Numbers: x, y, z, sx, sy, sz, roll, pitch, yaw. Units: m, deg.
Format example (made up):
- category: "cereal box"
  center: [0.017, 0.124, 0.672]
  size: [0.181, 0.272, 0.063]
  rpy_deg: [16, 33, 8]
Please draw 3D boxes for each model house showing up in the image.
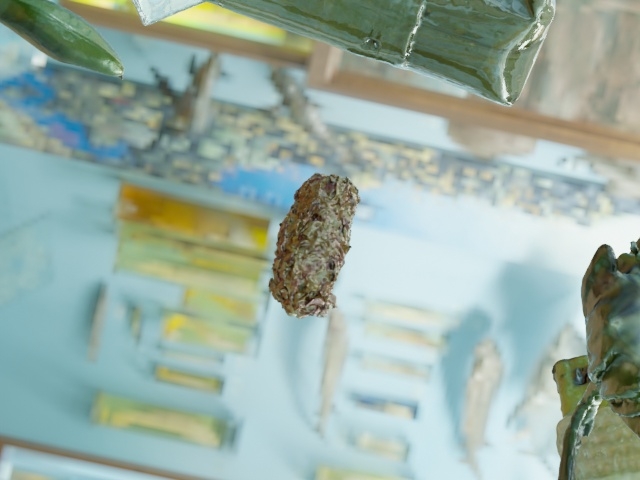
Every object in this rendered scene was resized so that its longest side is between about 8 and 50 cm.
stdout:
- category: "model house"
  center: [0.419, 0.273, 2.333]
  size: [0.234, 0.193, 0.175]
  rpy_deg: [-86, 162, -51]

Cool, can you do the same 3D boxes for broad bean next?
- category: "broad bean"
  center: [-0.361, -0.278, 2.014]
  size: [0.075, 0.325, 0.067]
  rpy_deg: [-44, -161, 43]

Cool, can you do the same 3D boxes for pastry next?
- category: "pastry"
  center: [-0.002, -0.001, 1.846]
  size: [0.063, 0.087, 0.169]
  rpy_deg: [132, -26, -59]

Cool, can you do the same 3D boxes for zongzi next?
- category: "zongzi"
  center: [-0.019, -0.322, 1.419]
  size: [0.181, 0.447, 0.418]
  rpy_deg: [117, -13, -50]

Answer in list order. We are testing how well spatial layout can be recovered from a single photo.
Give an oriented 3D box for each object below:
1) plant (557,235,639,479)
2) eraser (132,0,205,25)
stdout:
- category: "plant"
  center: [0.277, 0.137, 1.725]
  size: [0.333, 0.180, 0.251]
  rpy_deg: [-32, -118, 50]
- category: "eraser"
  center: [-0.130, -0.294, 1.569]
  size: [0.068, 0.124, 0.210]
  rpy_deg: [68, 3, -47]
